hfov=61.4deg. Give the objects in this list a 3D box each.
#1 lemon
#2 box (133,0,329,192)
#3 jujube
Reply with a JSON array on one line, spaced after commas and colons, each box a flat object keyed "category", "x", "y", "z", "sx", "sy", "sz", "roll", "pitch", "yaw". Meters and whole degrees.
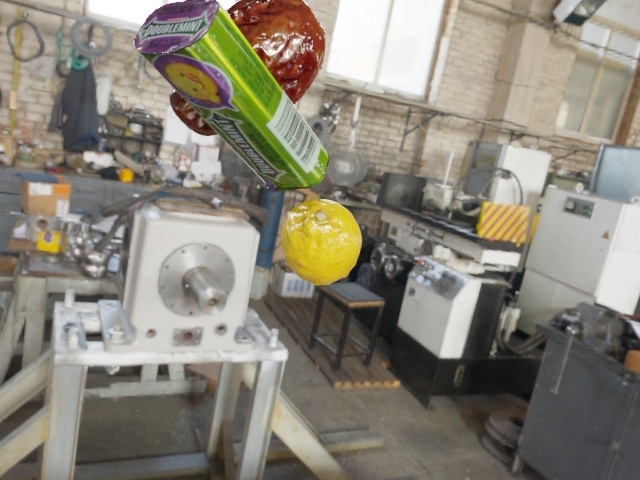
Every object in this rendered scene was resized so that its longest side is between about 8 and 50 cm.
[{"category": "lemon", "x": 0.000, "y": 0.000, "z": 0.754, "sx": 0.114, "sy": 0.114, "sz": 0.155, "roll": 13, "pitch": -29, "yaw": 9}, {"category": "box", "x": -0.114, "y": -0.197, "z": 0.816, "sx": 0.134, "sy": 0.097, "sz": 0.345, "roll": 5, "pitch": -23, "yaw": 29}, {"category": "jujube", "x": -0.127, "y": -0.302, "z": 0.937, "sx": 0.197, "sy": 0.290, "sz": 0.197, "roll": 51, "pitch": 16, "yaw": -21}]
